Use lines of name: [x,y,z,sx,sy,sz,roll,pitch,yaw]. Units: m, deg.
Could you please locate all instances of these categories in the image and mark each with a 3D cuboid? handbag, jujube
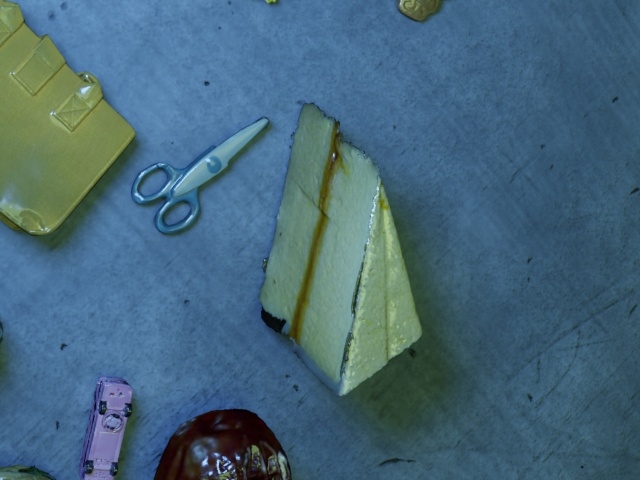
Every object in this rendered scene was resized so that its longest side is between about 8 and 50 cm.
handbag: [-0.528,-0.225,1.633,0.401,0.133,0.283,46,77,-23]
jujube: [-0.170,0.502,1.841,0.277,0.276,0.376,-21,107,-17]

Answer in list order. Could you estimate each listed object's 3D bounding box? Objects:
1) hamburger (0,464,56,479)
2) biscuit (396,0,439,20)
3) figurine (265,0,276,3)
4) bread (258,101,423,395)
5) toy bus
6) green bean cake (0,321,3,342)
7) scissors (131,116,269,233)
hamburger: [-0.552,0.538,1.760,0.285,0.134,0.265,36,84,-22]
biscuit: [0.220,-0.543,1.926,0.144,0.040,0.236,24,88,-19]
figurine: [-0.104,-0.525,1.774,0.130,0.109,0.178,23,91,-51]
bread: [0.000,0.000,1.776,0.242,0.346,0.404,-25,114,-20]
toy bus: [-0.395,0.351,1.812,0.063,0.090,0.203,11,96,-24]
green bean cake: [-0.619,0.169,1.636,0.185,0.183,0.094,-42,115,-10]
scissors: [-0.209,-0.136,1.822,0.289,0.041,0.138,-39,113,-7]
